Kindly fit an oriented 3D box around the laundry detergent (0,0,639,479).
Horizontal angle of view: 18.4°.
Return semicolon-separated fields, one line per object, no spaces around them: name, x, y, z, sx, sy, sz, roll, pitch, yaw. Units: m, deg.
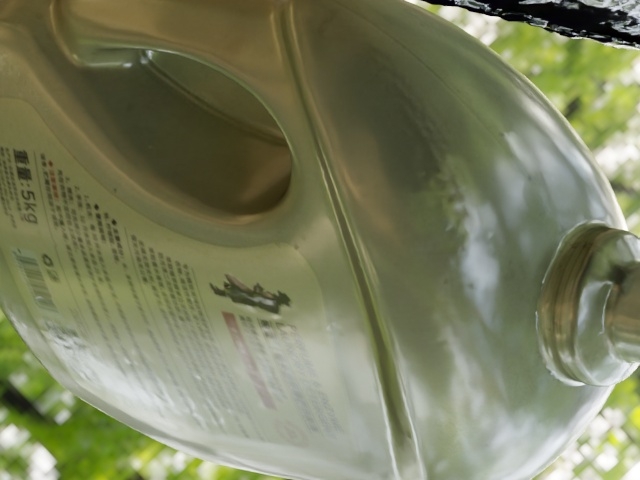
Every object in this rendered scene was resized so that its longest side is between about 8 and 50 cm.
laundry detergent;0.000;0.000;0.596;0.253;0.181;0.091;11;-138;42

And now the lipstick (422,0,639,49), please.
lipstick;-0.028;-0.097;0.381;0.300;0.081;0.081;7;150;-39
